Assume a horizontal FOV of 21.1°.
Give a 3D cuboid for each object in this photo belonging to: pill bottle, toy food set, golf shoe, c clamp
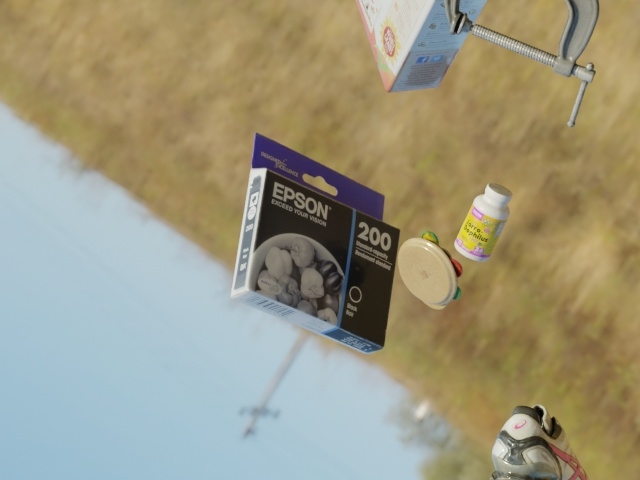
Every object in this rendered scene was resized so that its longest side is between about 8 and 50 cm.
[{"bbox_3d":[0.184,-0.021,1.916,0.043,0.083,0.043,19,-157,-9],"label":"pill bottle"},{"bbox_3d":[0.118,0.033,1.843,0.020,0.082,0.083,-32,-97,-38],"label":"toy food set"},{"bbox_3d":[0.190,0.182,1.429,0.067,0.086,0.186,8,173,19],"label":"golf shoe"},{"bbox_3d":[0.174,-0.186,1.496,0.160,0.137,0.022,28,-142,9],"label":"c clamp"}]

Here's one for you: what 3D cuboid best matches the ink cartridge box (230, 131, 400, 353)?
[{"bbox_3d":[0.000,0.000,1.951,0.206,0.208,0.045,24,151,-34],"label":"ink cartridge box"}]

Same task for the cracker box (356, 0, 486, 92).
[{"bbox_3d":[0.105,-0.277,1.735,0.067,0.156,0.232,-8,155,-19],"label":"cracker box"}]
